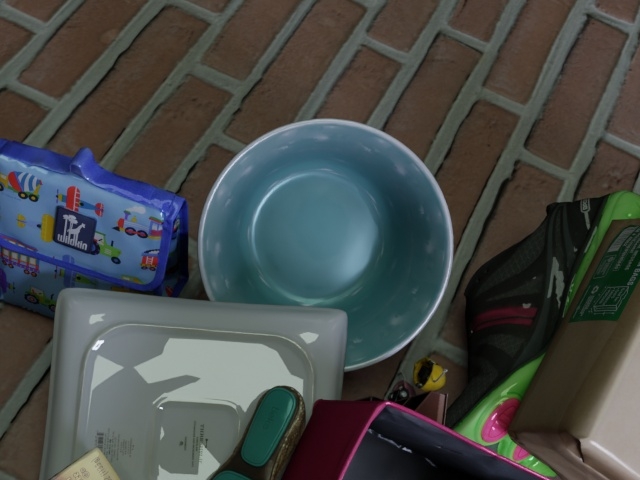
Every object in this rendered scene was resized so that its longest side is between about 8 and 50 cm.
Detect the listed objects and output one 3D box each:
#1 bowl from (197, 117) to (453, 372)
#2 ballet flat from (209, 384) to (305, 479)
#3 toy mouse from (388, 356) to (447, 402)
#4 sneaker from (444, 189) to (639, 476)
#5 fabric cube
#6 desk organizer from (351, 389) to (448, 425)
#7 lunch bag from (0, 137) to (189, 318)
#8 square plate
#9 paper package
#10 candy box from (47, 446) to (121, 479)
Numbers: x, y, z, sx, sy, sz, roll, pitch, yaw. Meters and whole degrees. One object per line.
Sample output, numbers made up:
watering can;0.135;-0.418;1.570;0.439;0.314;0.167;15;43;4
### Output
bowl;0.000;0.000;1.266;0.311;0.163;0.312;-1;97;-6
ballet flat;-0.073;0.256;1.070;0.073;0.067;0.206;27;75;27
toy mouse;0.112;0.215;1.237;0.031;0.161;0.143;27;89;-13
sneaker;0.272;0.137;1.295;0.202;0.185;0.483;10;55;51
fabric cube;0.080;0.322;0.994;0.259;0.258;0.254;28;76;-9
desk organizer;0.088;0.206;1.164;0.050;0.130;0.047;23;62;-25
lunch bag;-0.274;-0.016;1.183;0.221;0.293;0.138;19;56;1
square plate;-0.144;0.235;1.124;0.344;0.049;0.347;5;79;-8
paper package;0.421;0.172;1.141;0.309;0.168;0.325;38;71;-15
candy box;-0.217;0.393;1.001;0.183;0.087;0.316;-34;87;-23
